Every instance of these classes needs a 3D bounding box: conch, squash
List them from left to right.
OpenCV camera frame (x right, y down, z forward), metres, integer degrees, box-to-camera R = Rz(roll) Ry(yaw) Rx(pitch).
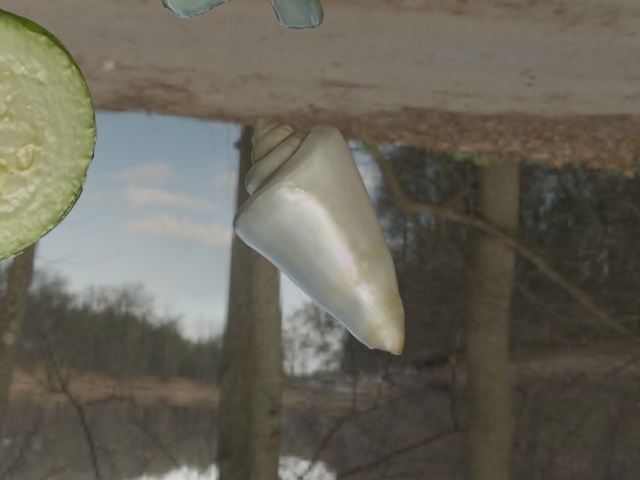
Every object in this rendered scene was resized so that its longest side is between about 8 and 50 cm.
[{"bbox_3d":[-0.294,-0.087,0.925,0.219,0.219,0.041,5,176,-14],"label":"squash"},{"bbox_3d":[0.007,-0.007,0.765,0.176,0.094,0.104,45,144,-8],"label":"conch"}]

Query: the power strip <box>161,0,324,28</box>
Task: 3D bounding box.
[{"bbox_3d":[-0.034,-0.200,0.529,0.140,0.139,0.224,-22,134,15],"label":"power strip"}]
